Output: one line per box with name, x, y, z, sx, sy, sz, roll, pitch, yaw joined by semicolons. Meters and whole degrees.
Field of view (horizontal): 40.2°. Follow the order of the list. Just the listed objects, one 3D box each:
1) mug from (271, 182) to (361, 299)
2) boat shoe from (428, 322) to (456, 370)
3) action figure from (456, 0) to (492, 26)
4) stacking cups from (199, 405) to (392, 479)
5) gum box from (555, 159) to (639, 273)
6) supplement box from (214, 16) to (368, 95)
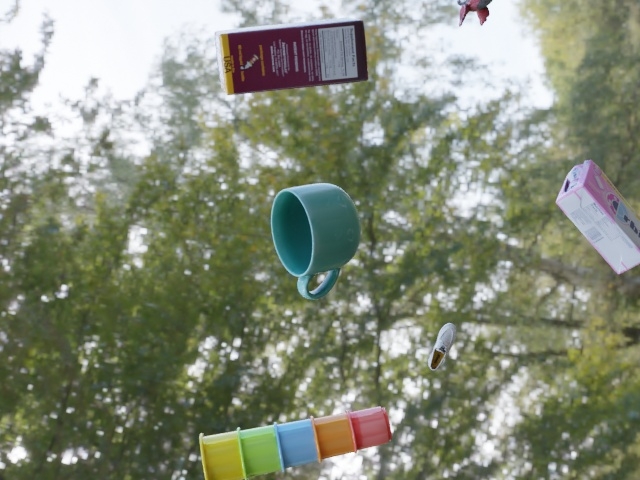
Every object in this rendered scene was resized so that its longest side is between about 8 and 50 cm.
mug;-0.003;-0.009;1.288;0.097;0.129;0.157;-12;-41;-28
boat shoe;0.240;0.211;1.724;0.100;0.035;0.035;-63;-2;10
action figure;0.279;-0.496;1.320;0.248;0.276;0.370;-49;-32;-45
stacking cups;-0.040;0.341;1.471;0.096;0.316;0.096;170;90;-82
gum box;0.506;-0.046;1.564;0.188;0.062;0.107;47;-142;-8
supplement box;-0.041;-0.246;1.161;0.104;0.188;0.080;-124;28;-71
